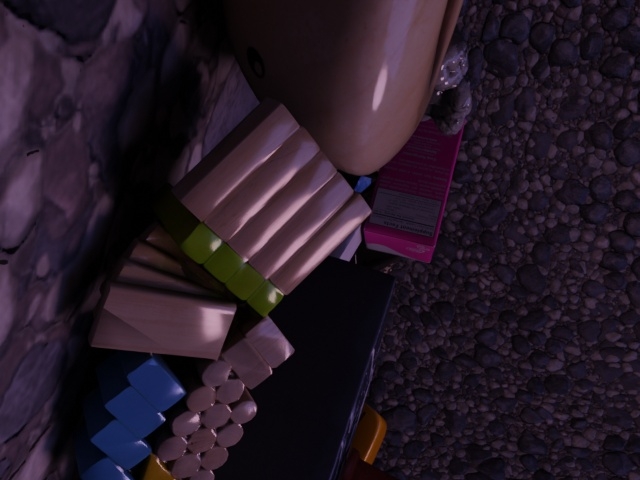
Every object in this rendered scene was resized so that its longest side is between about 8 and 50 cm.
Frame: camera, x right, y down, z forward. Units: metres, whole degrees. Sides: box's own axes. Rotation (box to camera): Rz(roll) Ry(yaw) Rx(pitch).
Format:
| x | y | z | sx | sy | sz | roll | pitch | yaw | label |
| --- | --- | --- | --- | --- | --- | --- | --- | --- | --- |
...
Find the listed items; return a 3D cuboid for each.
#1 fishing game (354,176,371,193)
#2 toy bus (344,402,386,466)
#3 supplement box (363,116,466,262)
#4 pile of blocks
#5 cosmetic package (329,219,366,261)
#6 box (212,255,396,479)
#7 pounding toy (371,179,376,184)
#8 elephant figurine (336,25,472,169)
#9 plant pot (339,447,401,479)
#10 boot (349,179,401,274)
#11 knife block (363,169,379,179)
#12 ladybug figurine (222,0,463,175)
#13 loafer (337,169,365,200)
| x | y | z | sx | sy | sz | roll | pitch | yaw | label |
| --- | --- | --- | --- | --- | --- | --- | --- | --- | --- |
| 0.059 | -0.067 | 1.239 | 0.264 | 0.041 | 0.189 | -68 | 163 | 5 | fishing game |
| -0.026 | 0.385 | 0.869 | 0.332 | 0.130 | 0.108 | -52 | 159 | -11 | toy bus |
| 0.147 | -0.090 | 0.912 | 0.111 | 0.114 | 0.220 | 64 | 42 | -75 | supplement box |
| -0.106 | 0.068 | 0.420 | 0.112 | 0.149 | 0.362 | 38 | -73 | 54 | pile of blocks |
| 0.000 | 0.000 | 0.835 | 0.239 | 0.099 | 0.060 | -51 | 155 | -64 | cosmetic package |
| -0.056 | 0.227 | 0.669 | 0.312 | 0.179 | 0.343 | 88 | 21 | -59 | box |
| 0.141 | -0.143 | 1.414 | 0.206 | 0.094 | 0.181 | 50 | 59 | -74 | pounding toy |
| 0.035 | -0.175 | 0.650 | 0.186 | 0.239 | 0.169 | -100 | 176 | -45 | elephant figurine |
| 0.111 | 0.386 | 0.567 | 0.272 | 0.265 | 0.272 | 18 | 90 | -79 | plant pot |
| 0.140 | -0.026 | 1.193 | 0.284 | 0.138 | 0.377 | -41 | 161 | -53 | boot |
| 0.064 | -0.170 | 0.937 | 0.242 | 0.088 | 0.275 | -61 | 165 | -48 | knife block |
| 0.048 | -0.275 | 0.441 | 0.305 | 0.162 | 0.449 | 61 | 47 | -76 | ladybug figurine |
| 0.036 | -0.060 | 0.990 | 0.223 | 0.078 | 0.076 | 95 | 15 | -50 | loafer |
